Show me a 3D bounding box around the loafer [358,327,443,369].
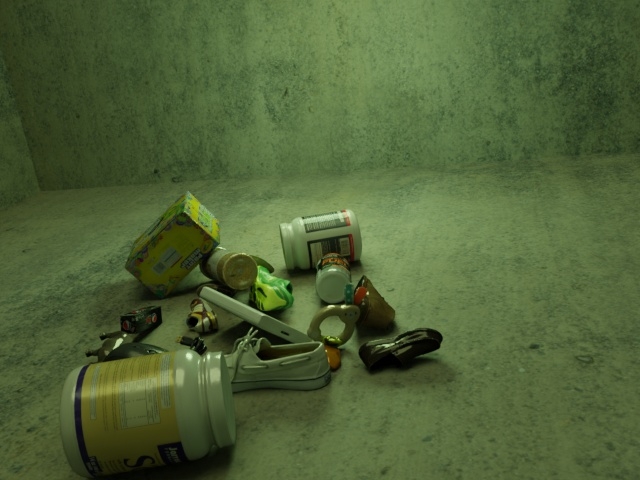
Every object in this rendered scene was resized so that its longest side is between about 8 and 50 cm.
[{"bbox_3d":[0.211,0.290,1.731,0.220,0.080,0.078,-16,43,4],"label":"loafer"}]

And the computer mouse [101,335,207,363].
[{"bbox_3d":[-0.429,0.281,1.750,0.262,0.060,0.184,1,22,21],"label":"computer mouse"}]

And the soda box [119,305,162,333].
[{"bbox_3d":[-0.551,0.244,2.083,0.053,0.060,0.169,-3,4,15],"label":"soda box"}]

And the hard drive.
[{"bbox_3d":[-0.189,0.218,1.934,0.203,0.040,0.308,32,-10,-40],"label":"hard drive"}]

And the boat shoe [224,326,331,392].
[{"bbox_3d":[-0.162,0.293,1.718,0.368,0.156,0.136,-2,21,15],"label":"boat shoe"}]

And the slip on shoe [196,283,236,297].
[{"bbox_3d":[-0.355,0.176,2.276,0.136,0.051,0.041,2,15,6],"label":"slip on shoe"}]

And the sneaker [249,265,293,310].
[{"bbox_3d":[-0.159,0.166,2.188,0.124,0.109,0.295,11,13,-18],"label":"sneaker"}]

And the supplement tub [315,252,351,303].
[{"bbox_3d":[0.042,0.116,2.190,0.117,0.116,0.190,-7,20,2],"label":"supplement tub"}]

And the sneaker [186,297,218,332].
[{"bbox_3d":[-0.385,0.232,2.099,0.084,0.069,0.185,-12,19,-28],"label":"sneaker"}]

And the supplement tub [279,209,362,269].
[{"bbox_3d":[0.000,0.000,2.417,0.273,0.191,0.191,-9,20,-6],"label":"supplement tub"}]

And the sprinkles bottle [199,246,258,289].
[{"bbox_3d":[-0.317,0.089,2.286,0.121,0.121,0.355,-16,8,-21],"label":"sprinkles bottle"}]

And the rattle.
[{"bbox_3d":[0.063,0.220,1.796,0.200,0.130,0.143,-43,8,6],"label":"rattle"}]

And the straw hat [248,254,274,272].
[{"bbox_3d":[-0.237,0.109,2.371,0.145,0.144,0.061,2,61,26],"label":"straw hat"}]

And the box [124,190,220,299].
[{"bbox_3d":[-0.522,0.008,2.418,0.290,0.177,0.279,-43,20,8],"label":"box"}]

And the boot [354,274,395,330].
[{"bbox_3d":[0.150,0.193,2.015,0.115,0.112,0.305,22,14,-6],"label":"boot"}]

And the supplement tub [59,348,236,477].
[{"bbox_3d":[-0.364,0.368,1.466,0.332,0.240,0.241,-9,20,-3],"label":"supplement tub"}]

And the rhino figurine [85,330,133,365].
[{"bbox_3d":[-0.606,0.330,1.906,0.107,0.073,0.243,-8,21,8],"label":"rhino figurine"}]
